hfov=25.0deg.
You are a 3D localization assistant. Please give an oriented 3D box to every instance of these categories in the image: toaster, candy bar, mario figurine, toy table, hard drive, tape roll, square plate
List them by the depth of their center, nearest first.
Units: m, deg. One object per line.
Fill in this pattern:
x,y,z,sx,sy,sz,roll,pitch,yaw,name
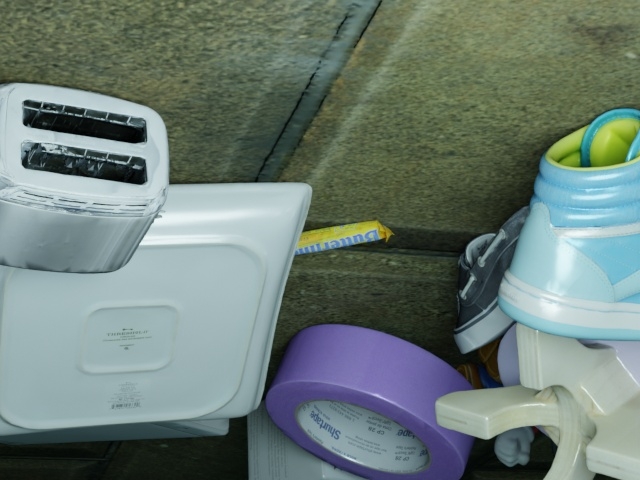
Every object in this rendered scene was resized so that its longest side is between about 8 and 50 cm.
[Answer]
-0.226,-0.052,1.276,0.227,0.129,0.146,9,153,-23,toaster
0.257,0.172,1.450,0.274,0.252,0.161,-4,-165,46,toy table
-0.198,0.086,1.492,0.347,0.049,0.344,-2,132,-19,square plate
0.000,0.000,1.571,0.161,0.018,0.040,-9,157,18,candy bar
0.070,0.221,1.889,0.274,0.090,0.275,17,151,10,tape roll
0.349,0.230,1.965,0.320,0.170,0.198,14,166,-26,mario figurine
-0.337,0.251,2.042,0.353,0.047,0.233,-5,165,19,hard drive

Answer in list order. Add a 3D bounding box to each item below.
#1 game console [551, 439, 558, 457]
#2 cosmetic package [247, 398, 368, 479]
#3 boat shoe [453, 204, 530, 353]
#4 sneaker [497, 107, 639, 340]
0.409,0.113,1.597,0.293,0.173,0.250,-10,164,-30,game console
0.004,0.305,2.140,0.151,0.151,0.183,15,153,-37,cosmetic package
0.198,0.041,1.590,0.108,0.102,0.301,-30,169,-16,boat shoe
0.328,-0.016,1.354,0.319,0.208,0.127,1,-162,-28,sneaker
